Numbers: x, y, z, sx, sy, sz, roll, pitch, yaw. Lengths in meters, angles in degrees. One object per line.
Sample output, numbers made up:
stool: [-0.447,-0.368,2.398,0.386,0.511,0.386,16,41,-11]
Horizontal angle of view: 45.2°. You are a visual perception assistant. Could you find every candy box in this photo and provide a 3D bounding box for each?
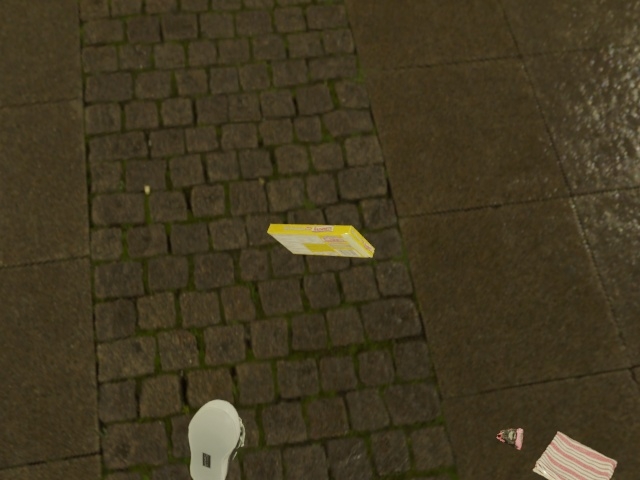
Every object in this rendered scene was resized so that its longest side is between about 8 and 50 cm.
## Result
candy box: [0.000,0.000,1.600,0.206,0.105,0.027,2,63,35]

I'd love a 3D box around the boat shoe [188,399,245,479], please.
boat shoe: [-0.219,0.432,1.697,0.113,0.306,0.105,17,42,11]

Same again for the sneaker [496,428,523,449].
sneaker: [0.429,0.445,1.741,0.057,0.119,0.047,2,69,14]

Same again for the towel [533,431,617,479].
towel: [0.554,0.483,1.657,0.144,0.029,0.197,26,23,25]
